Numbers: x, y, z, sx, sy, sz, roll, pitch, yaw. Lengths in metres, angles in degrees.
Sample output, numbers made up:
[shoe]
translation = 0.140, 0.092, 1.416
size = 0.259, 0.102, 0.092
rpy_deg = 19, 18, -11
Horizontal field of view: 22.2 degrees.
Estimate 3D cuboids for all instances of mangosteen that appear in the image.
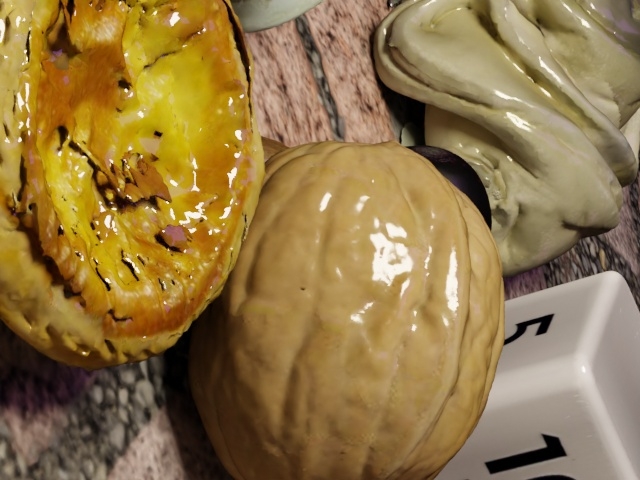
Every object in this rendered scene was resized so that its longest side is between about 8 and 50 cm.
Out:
[mangosteen]
translation = 0.076, -0.029, 1.416
size = 0.137, 0.137, 0.151
rpy_deg = 40, 6, -47

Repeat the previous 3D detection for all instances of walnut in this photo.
[walnut]
translation = 0.019, 0.056, 1.123
size = 0.225, 0.225, 0.261
rpy_deg = 26, 75, -55

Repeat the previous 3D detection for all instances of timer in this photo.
[timer]
translation = 0.192, 0.166, 1.417
size = 0.192, 0.195, 0.194
rpy_deg = 64, 28, -15

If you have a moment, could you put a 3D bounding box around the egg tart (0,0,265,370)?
[egg tart]
translation = -0.142, -0.068, 0.965
size = 0.290, 0.115, 0.290
rpy_deg = 1, 89, -63

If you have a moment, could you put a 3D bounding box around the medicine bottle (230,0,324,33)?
[medicine bottle]
translation = -0.056, -0.252, 1.258
size = 0.143, 0.147, 0.147
rpy_deg = 55, 30, -36

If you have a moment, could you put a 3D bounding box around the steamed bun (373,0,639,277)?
[steamed bun]
translation = 0.228, -0.174, 1.644
size = 0.346, 0.237, 0.394
rpy_deg = 25, 51, -54

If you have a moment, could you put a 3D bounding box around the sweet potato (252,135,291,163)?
[sweet potato]
translation = 0.001, -0.001, 1.267
size = 0.292, 0.097, 0.097
rpy_deg = 56, 30, -29

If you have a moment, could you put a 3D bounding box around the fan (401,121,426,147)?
[fan]
translation = 0.137, 0.032, 1.602
size = 0.182, 0.010, 0.310
rpy_deg = 15, 58, -60
